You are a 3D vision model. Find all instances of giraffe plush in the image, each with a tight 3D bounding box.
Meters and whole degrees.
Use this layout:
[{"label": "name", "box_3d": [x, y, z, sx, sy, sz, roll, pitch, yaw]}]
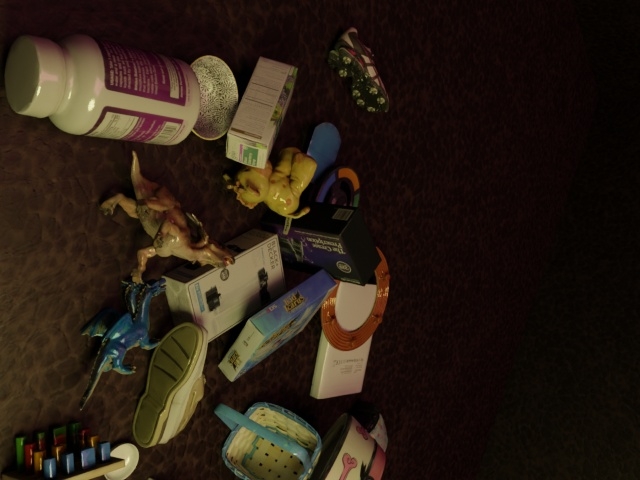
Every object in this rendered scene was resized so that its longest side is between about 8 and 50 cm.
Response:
[{"label": "giraffe plush", "box_3d": [-0.131, -0.135, 1.406, 0.170, 0.181, 0.210, 17, 69, -40]}]

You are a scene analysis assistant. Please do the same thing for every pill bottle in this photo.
[{"label": "pill bottle", "box_3d": [-0.377, -0.265, 1.060, 0.301, 0.169, 0.169, -1, 100, -51]}]

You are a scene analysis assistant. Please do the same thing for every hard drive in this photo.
[{"label": "hard drive", "box_3d": [0.083, 0.303, 1.866, 0.233, 0.047, 0.353, 10, 92, -51]}]

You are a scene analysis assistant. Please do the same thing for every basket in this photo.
[{"label": "basket", "box_3d": [-0.130, 0.514, 1.507, 0.201, 0.254, 0.289, -57, 156, -22]}]

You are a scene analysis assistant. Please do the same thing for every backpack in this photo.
[{"label": "backpack", "box_3d": [0.154, 0.644, 1.986, 0.152, 0.115, 0.182, -42, 131, -40]}]

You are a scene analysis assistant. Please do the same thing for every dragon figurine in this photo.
[{"label": "dragon figurine", "box_3d": [-0.411, 0.188, 1.197, 0.289, 0.085, 0.144, -47, 130, -39]}]

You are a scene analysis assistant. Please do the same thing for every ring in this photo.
[{"label": "ring", "box_3d": [0.118, 0.173, 1.814, 0.336, 0.032, 0.337, -15, 110, -47]}]

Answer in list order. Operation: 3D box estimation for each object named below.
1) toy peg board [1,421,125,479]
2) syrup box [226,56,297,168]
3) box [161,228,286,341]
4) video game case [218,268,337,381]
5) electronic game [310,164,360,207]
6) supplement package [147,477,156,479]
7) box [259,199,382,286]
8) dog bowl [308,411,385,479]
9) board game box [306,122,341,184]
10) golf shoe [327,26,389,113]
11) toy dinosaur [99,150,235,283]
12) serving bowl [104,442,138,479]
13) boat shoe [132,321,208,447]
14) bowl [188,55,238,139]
[{"label": "toy peg board", "box_3d": [-0.481, 0.397, 1.122, 0.161, 0.160, 0.079, -1, 85, -51]}, {"label": "syrup box", "box_3d": [-0.131, -0.288, 1.348, 0.093, 0.096, 0.237, 109, -3, -61]}, {"label": "box", "box_3d": [-0.216, 0.102, 1.415, 0.290, 0.087, 0.169, -30, 121, -43]}, {"label": "video game case", "box_3d": [-0.105, 0.211, 1.489, 0.269, 0.061, 0.244, -32, 163, -42]}, {"label": "electronic game", "box_3d": [0.043, -0.101, 1.688, 0.229, 0.048, 0.229, -34, 134, -44]}, {"label": "supplement package", "box_3d": [-0.321, 0.674, 1.395, 0.139, 0.133, 0.244, -61, 138, -21]}, {"label": "box", "box_3d": [0.000, 0.000, 1.513, 0.103, 0.261, 0.184, -55, 136, -28]}, {"label": "dog bowl", "box_3d": [0.028, 0.684, 1.636, 0.408, 0.150, 0.408, -58, 177, -5]}, {"label": "board game box", "box_3d": [-0.007, -0.237, 1.623, 0.133, 0.033, 0.169, 20, 88, -56]}, {"label": "golf shoe", "box_3d": [0.130, -0.469, 1.685, 0.273, 0.105, 0.120, 46, 57, -46]}, {"label": "toy dinosaur", "box_3d": [-0.317, -0.045, 1.235, 0.200, 0.127, 0.296, -42, 112, -57]}, {"label": "serving bowl", "box_3d": [-0.434, 0.473, 1.290, 0.083, 0.027, 0.083, -15, 110, -48]}, {"label": "boat shoe", "box_3d": [-0.312, 0.308, 1.316, 0.103, 0.113, 0.302, 7, 114, -55]}, {"label": "bowl", "box_3d": [-0.258, -0.300, 1.261, 0.170, 0.080, 0.170, -26, 121, -53]}]
